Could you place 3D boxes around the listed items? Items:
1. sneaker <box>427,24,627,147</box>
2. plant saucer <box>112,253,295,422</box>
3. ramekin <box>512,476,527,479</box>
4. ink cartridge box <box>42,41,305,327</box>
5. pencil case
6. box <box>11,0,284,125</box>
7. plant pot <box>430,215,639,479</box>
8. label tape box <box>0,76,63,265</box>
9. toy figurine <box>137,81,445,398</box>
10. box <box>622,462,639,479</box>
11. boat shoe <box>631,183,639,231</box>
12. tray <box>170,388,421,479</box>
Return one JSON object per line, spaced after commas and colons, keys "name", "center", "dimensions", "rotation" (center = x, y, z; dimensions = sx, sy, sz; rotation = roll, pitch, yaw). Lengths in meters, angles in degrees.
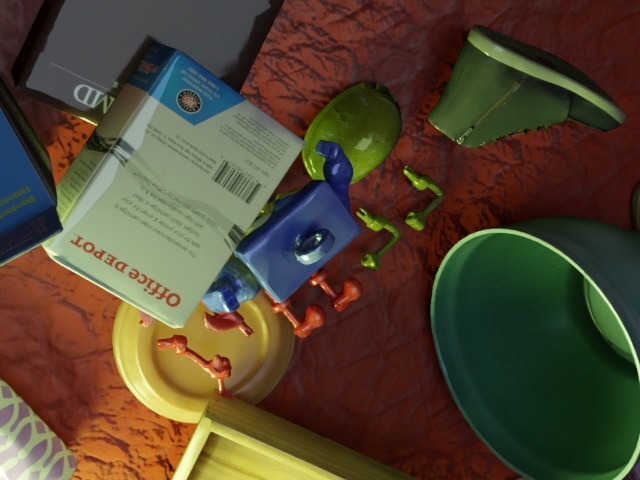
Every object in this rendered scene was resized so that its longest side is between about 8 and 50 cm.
{"name": "sneaker", "center": [0.224, -0.144, 1.237], "dimensions": [0.222, 0.083, 0.118], "rotation": [20, 116, -26]}
{"name": "plant saucer", "center": [-0.121, 0.106, 1.212], "dimensions": [0.200, 0.037, 0.199], "rotation": [-4, 105, -15]}
{"name": "ramekin", "center": [0.279, 0.428, 1.357], "dimensions": [0.273, 0.127, 0.272], "rotation": [-4, 104, -15]}
{"name": "ink cartridge box", "center": [-0.136, -0.048, 0.994], "dimensions": [0.148, 0.086, 0.203], "rotation": [35, 89, -29]}
{"name": "pencil case", "center": [-0.338, 0.191, 1.150], "dimensions": [0.088, 0.086, 0.206], "rotation": [-28, 110, 22]}
{"name": "box", "center": [-0.125, -0.279, 1.062], "dimensions": [0.191, 0.143, 0.381], "rotation": [23, 98, -21]}
{"name": "plant pot", "center": [0.289, 0.097, 1.215], "dimensions": [0.196, 0.293, 0.293], "rotation": [-22, 110, -32]}
{"name": "label tape box", "center": [-0.353, -0.033, 0.952], "dimensions": [0.241, 0.334, 0.105], "rotation": [-29, 109, -7]}
{"name": "toy figurine", "center": [0.000, 0.000, 1.098], "dimensions": [0.362, 0.217, 0.191], "rotation": [-39, 103, -12]}
{"name": "box", "center": [0.475, 0.252, 1.375], "dimensions": [0.243, 0.117, 0.213], "rotation": [-30, 109, -8]}
{"name": "boat shoe", "center": [0.406, 0.017, 1.326], "dimensions": [0.064, 0.060, 0.177], "rotation": [-15, 107, -12]}
{"name": "tray", "center": [0.030, 0.335, 1.214], "dimensions": [0.411, 0.076, 0.202], "rotation": [25, 110, -2]}
